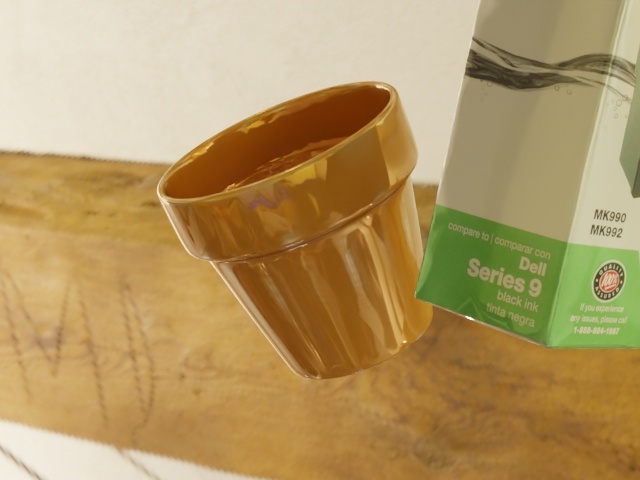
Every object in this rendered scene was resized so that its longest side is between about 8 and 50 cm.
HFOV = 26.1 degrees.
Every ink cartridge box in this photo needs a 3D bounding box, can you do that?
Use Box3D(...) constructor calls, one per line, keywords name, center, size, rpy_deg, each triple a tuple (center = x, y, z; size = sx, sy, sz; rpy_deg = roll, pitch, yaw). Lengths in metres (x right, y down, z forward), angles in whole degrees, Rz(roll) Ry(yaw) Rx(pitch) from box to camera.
Box3D(name="ink cartridge box", center=(0.200, -0.081, 0.923), size=(0.121, 0.211, 0.289), rpy_deg=(20, -78, 46))

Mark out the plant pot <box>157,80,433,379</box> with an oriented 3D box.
Box3D(name="plant pot", center=(0.000, 0.000, 1.111), size=(0.205, 0.205, 0.188), rpy_deg=(-9, -66, 36))
